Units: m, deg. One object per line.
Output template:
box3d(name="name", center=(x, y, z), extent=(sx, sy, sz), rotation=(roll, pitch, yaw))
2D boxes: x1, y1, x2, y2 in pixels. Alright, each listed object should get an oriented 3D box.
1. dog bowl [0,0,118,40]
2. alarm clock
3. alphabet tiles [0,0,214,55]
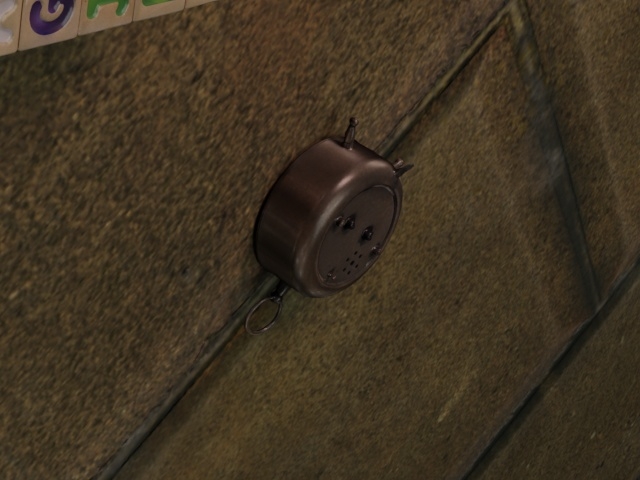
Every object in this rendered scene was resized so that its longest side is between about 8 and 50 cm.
box3d(name="dog bowl", center=(-0.192, -0.174, 0.722), extent=(0.297, 0.074, 0.166), rotation=(-9, 127, -52))
box3d(name="alarm clock", center=(0.000, 0.000, 1.197), extent=(0.192, 0.064, 0.129), rotation=(-53, 151, 2))
box3d(name="alphabet tiles", center=(-0.096, -0.213, 0.741), extent=(0.198, 0.009, 0.237), rotation=(-24, 138, -43))
